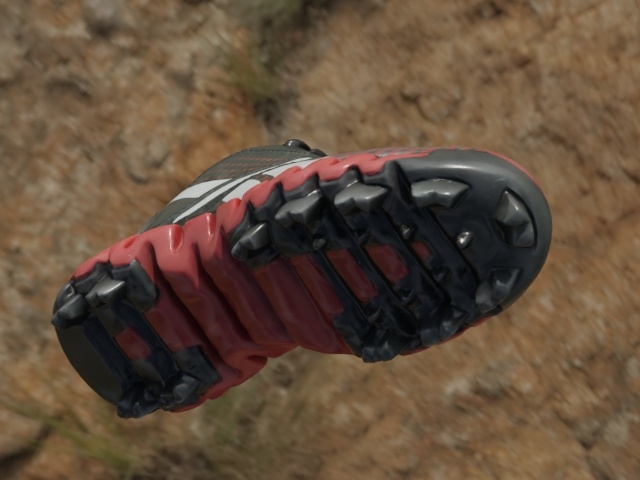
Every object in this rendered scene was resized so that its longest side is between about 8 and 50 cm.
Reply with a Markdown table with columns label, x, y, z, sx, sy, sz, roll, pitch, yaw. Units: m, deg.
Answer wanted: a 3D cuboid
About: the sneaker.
| label | x | y | z | sx | sy | sz | roll | pitch | yaw |
| --- | --- | --- | --- | --- | --- | --- | --- | --- | --- |
| sneaker | 0.000 | 0.000 | 0.853 | 0.276 | 0.135 | 0.097 | -18 | 110 | 41 |
